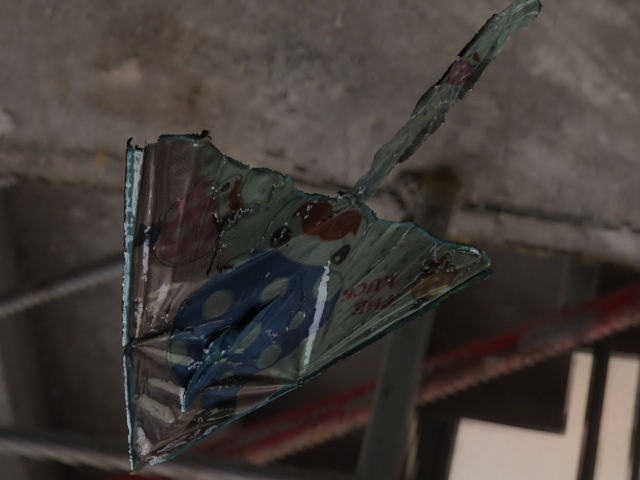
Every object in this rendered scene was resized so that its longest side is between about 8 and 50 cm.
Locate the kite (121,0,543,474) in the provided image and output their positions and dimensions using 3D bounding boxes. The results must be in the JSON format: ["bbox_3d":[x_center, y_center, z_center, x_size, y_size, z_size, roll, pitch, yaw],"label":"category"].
[{"bbox_3d":[0.000,0.000,0.945,0.314,0.011,0.335,-51,150,12],"label":"kite"}]
